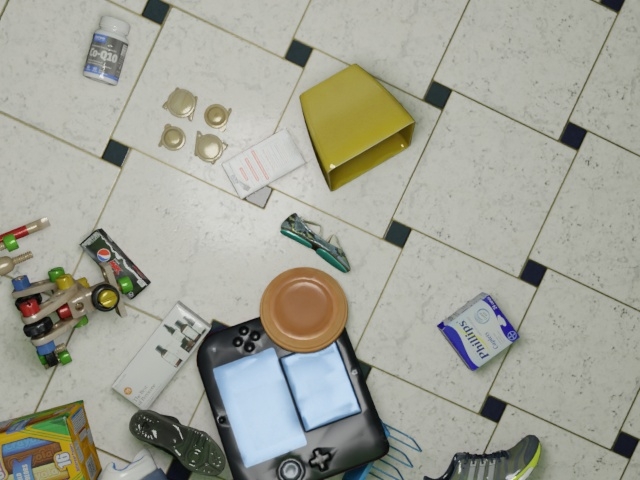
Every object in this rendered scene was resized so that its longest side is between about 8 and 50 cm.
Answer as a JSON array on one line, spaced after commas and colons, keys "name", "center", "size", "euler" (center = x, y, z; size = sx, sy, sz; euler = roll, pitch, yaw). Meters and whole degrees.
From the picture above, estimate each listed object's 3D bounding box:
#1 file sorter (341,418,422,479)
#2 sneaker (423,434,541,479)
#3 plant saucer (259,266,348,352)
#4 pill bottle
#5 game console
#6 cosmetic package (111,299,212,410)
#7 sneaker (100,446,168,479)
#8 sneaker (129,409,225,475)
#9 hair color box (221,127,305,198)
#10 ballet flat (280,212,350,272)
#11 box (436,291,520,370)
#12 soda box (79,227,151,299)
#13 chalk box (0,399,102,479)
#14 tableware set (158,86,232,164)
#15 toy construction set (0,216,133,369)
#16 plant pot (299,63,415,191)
[{"name": "file sorter", "center": [0.140, 0.512, 1.934], "size": [0.104, 0.118, 0.170], "euler": [29, 90, -7]}, {"name": "sneaker", "center": [0.371, 0.529, 1.957], "size": [0.300, 0.111, 0.121], "euler": [-33, 90, -4]}, {"name": "plant saucer", "center": [-0.037, 0.151, 1.907], "size": [0.200, 0.037, 0.200], "euler": [0, 71, -1]}, {"name": "pill bottle", "center": [-0.467, -0.416, 1.873], "size": [0.078, 0.078, 0.137], "euler": [16, 91, -4]}, {"name": "game console", "center": [-0.069, 0.345, 1.881], "size": [0.342, 0.060, 0.386], "euler": [-20, 73, -2]}, {"name": "cosmetic package", "center": [-0.357, 0.259, 1.918], "size": [0.099, 0.060, 0.239], "euler": [38, 90, -4]}, {"name": "sneaker", "center": [-0.336, 0.573, 1.900], "size": [0.323, 0.130, 0.236], "euler": [5, 62, -31]}, {"name": "sneaker", "center": [-0.305, 0.445, 1.888], "size": [0.228, 0.130, 0.087], "euler": [23, 81, 9]}, {"name": "hair color box", "center": [-0.129, -0.173, 1.918], "size": [0.167, 0.053, 0.093], "euler": [-29, 95, -3]}, {"name": "ballet flat", "center": [0.000, 0.000, 1.932], "size": [0.188, 0.070, 0.070], "euler": [34, 90, -8]}, {"name": "box", "center": [0.362, 0.209, 1.958], "size": [0.137, 0.072, 0.126], "euler": [-37, 94, -1]}, {"name": "soda box", "center": [-0.457, 0.052, 1.902], "size": [0.053, 0.060, 0.169], "euler": [-41, 95, 1]}, {"name": "chalk box", "center": [-0.650, 0.482, 1.849], "size": [0.289, 0.180, 0.179], "euler": [-14, 93, -4]}, {"name": "tableware set", "center": [-0.283, -0.258, 1.921], "size": [0.169, 0.020, 0.141], "euler": [19, 89, -3]}, {"name": "toy construction set", "center": [-0.548, 0.088, 1.838], "size": [0.237, 0.257, 0.308], "euler": [-25, 86, -18]}, {"name": "plant pot", "center": [0.063, -0.255, 1.862], "size": [0.212, 0.212, 0.187], "euler": [-31, 81, -2]}]
